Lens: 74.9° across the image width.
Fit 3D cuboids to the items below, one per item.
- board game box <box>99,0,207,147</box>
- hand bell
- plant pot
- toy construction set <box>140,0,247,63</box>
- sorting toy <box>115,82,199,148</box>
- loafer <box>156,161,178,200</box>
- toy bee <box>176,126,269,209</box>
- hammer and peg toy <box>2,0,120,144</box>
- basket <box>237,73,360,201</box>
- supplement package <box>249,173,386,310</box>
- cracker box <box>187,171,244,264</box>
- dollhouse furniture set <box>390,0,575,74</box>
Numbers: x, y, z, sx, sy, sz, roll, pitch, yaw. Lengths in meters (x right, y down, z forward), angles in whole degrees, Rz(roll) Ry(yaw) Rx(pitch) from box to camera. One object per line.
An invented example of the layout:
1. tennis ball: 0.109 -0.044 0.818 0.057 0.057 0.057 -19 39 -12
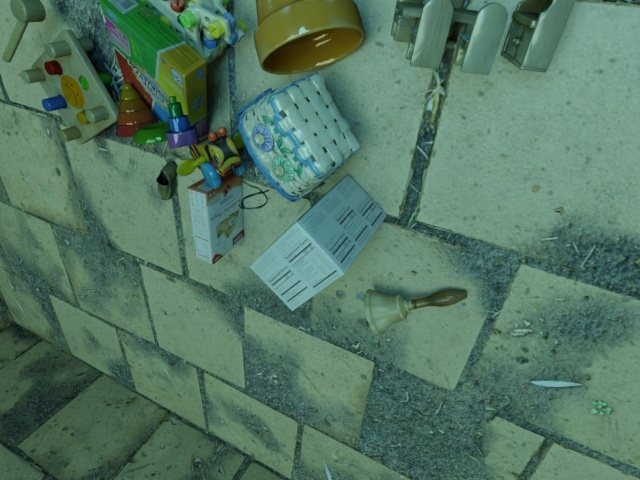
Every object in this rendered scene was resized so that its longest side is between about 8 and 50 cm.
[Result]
1. board game box: -0.379 -0.387 0.998 0.242 0.064 0.316 42 158 1
2. hand bell: 0.246 0.161 1.057 0.242 0.126 0.126 -16 110 25
3. plant pot: -0.039 -0.442 0.780 0.205 0.205 0.188 -12 97 35
4. toy construction set: -0.308 -0.522 0.902 0.328 0.151 0.215 56 155 -1
5. sorting toy: -0.403 -0.307 0.994 0.365 0.127 0.126 23 129 45
6. loafer: -0.481 -0.179 1.288 0.056 0.050 0.148 34 130 8
7. toy bee: -0.238 -0.215 1.026 0.298 0.195 0.162 15 138 27
8. hammer and peg toy: -0.737 -0.477 1.201 0.265 0.127 0.361 -12 112 37
9. basket: -0.071 -0.221 0.932 0.255 0.201 0.289 56 157 -11
10. supplement package: 0.000 0.000 0.978 0.145 0.262 0.204 47 131 -3
11. cracker box: -0.287 -0.069 1.174 0.067 0.156 0.232 19 128 19
12. dollhouse furniture set: 0.245 -0.368 0.642 0.242 0.212 0.161 5 127 -3
